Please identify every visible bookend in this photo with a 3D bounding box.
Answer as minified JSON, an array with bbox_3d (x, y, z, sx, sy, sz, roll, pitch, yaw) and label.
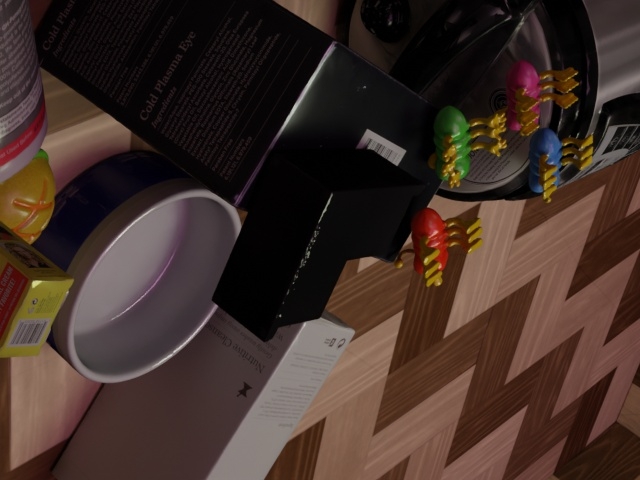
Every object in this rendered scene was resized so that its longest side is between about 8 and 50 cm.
[{"bbox_3d":[0.000,0.000,1.155,0.157,0.072,0.156,-9,128,-53],"label":"bookend"}]

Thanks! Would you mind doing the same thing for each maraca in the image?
[{"bbox_3d":[-0.329,-0.027,1.267,0.127,0.099,0.185,-40,171,-42],"label":"maraca"}]

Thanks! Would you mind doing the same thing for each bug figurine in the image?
[{"bbox_3d":[0.184,-0.080,1.349,0.279,0.072,0.216,-33,139,-29],"label":"bug figurine"}]

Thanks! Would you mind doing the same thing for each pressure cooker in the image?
[{"bbox_3d":[0.232,-0.244,1.599,0.420,0.376,0.369,-25,120,-42],"label":"pressure cooker"}]

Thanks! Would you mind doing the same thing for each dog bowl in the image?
[{"bbox_3d":[-0.222,0.032,1.473,0.265,0.104,0.264,-36,146,-30],"label":"dog bowl"}]

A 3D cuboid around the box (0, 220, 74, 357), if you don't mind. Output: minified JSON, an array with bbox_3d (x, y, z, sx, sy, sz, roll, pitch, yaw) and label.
[{"bbox_3d":[-0.334,0.011,1.151,0.058,0.232,0.087,3,119,-60],"label":"box"}]

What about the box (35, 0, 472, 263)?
[{"bbox_3d":[-0.064,-0.152,1.300,0.179,0.312,0.343,-59,152,6],"label":"box"}]

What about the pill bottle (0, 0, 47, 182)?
[{"bbox_3d":[-0.326,-0.201,1.000,0.176,0.176,0.318,-35,146,-31],"label":"pill bottle"}]

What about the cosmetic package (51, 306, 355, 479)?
[{"bbox_3d":[-0.156,0.216,1.656,0.385,0.217,0.156,-59,151,4],"label":"cosmetic package"}]
